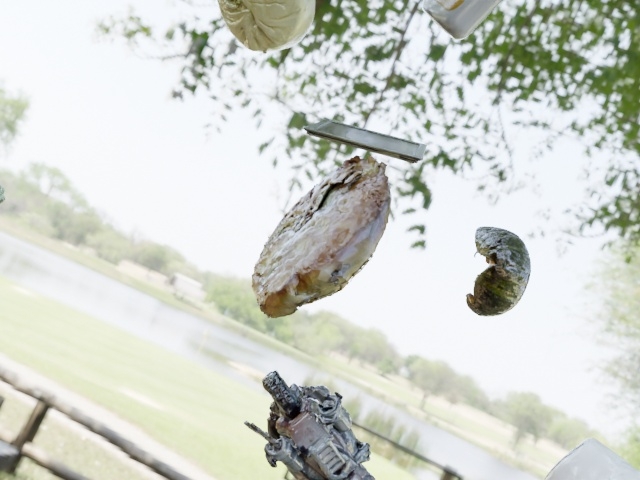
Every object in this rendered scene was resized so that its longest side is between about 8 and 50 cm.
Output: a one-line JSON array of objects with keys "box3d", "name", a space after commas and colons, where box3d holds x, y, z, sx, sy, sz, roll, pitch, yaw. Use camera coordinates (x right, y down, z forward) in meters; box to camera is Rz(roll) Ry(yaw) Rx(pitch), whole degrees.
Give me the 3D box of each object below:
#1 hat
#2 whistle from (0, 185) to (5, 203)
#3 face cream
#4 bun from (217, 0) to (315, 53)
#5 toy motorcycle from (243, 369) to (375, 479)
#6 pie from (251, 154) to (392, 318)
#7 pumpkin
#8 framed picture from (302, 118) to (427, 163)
[{"box3d": [0.407, 0.371, 1.281, 0.126, 0.203, 0.203, 47, 6, 31], "name": "hat"}, {"box3d": [-0.477, -0.023, 1.029, 0.110, 0.092, 0.244, -31, -4, 38], "name": "whistle"}, {"box3d": [0.298, -0.466, 1.449, 0.071, 0.291, 0.144, 35, 18, -36], "name": "face cream"}, {"box3d": [-0.116, -0.478, 1.708, 0.145, 0.229, 0.229, -19, 22, -33], "name": "bun"}, {"box3d": [-0.013, 0.287, 1.279, 0.207, 0.134, 0.401, 49, -9, 31], "name": "toy motorcycle"}, {"box3d": [-0.001, -0.001, 1.305, 0.085, 0.308, 0.308, 40, -10, -16], "name": "pie"}, {"box3d": [0.359, 0.060, 1.722, 0.119, 0.183, 0.108, 9, -8, -32], "name": "pumpkin"}, {"box3d": [0.083, -0.171, 1.487, 0.197, 0.014, 0.252, 16, 13, 6], "name": "framed picture"}]
